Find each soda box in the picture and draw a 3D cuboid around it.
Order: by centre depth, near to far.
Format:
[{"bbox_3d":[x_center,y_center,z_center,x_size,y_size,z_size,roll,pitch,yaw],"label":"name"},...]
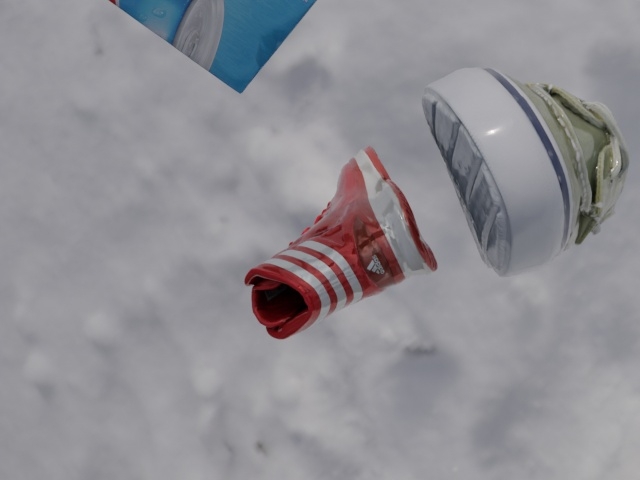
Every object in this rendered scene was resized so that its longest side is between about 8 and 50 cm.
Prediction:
[{"bbox_3d":[-0.105,-0.171,0.730,0.210,0.067,0.071,34,108,-22],"label":"soda box"}]

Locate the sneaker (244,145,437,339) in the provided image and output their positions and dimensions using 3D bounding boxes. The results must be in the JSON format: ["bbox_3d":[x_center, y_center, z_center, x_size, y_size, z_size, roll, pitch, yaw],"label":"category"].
[{"bbox_3d":[0.000,0.000,0.991,0.221,0.128,0.087,-120,4,-82],"label":"sneaker"}]

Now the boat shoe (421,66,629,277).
[{"bbox_3d":[0.117,-0.044,0.755,0.302,0.094,0.109,15,-128,-84],"label":"boat shoe"}]
